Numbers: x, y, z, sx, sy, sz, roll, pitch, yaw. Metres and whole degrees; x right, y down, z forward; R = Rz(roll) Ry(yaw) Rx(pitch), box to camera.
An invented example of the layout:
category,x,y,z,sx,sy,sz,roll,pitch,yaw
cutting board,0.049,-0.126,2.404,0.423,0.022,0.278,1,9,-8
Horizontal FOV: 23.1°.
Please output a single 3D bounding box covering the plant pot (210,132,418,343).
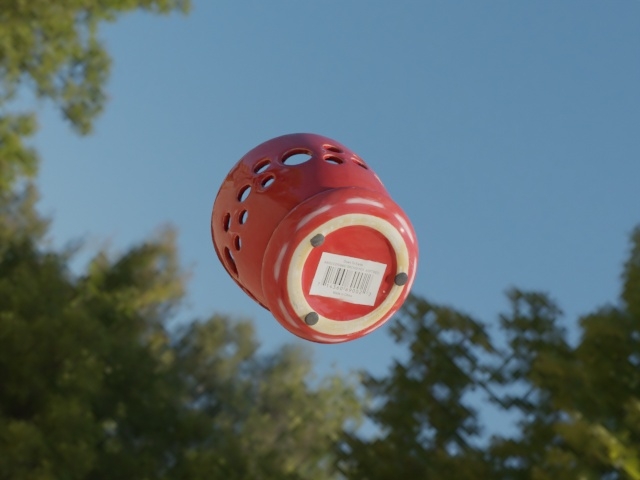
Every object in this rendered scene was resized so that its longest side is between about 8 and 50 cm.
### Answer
category,x,y,z,sx,sy,sz,roll,pitch,yaw
plant pot,0.000,0.000,1.628,0.191,0.191,0.174,56,-7,-29
